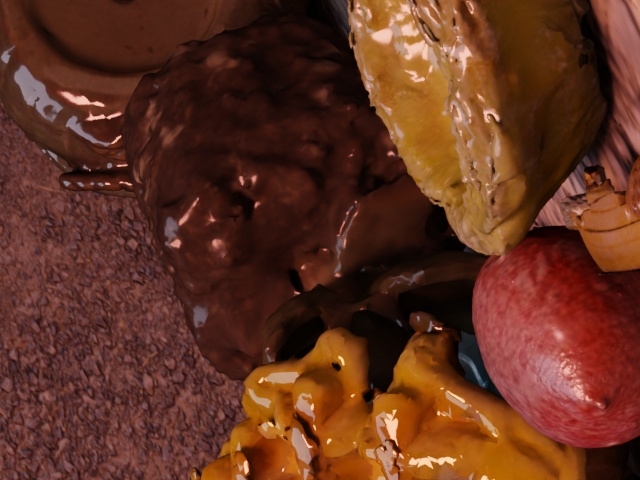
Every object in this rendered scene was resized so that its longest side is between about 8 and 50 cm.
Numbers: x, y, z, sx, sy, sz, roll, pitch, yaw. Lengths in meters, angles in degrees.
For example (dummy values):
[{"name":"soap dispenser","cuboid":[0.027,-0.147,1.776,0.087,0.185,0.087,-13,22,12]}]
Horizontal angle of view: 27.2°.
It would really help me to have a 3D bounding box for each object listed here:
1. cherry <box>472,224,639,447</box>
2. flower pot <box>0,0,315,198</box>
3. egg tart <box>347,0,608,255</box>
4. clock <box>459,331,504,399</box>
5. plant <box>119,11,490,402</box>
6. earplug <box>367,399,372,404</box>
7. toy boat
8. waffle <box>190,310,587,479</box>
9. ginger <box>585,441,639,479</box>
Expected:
[{"name":"cherry","cuboid":[0.116,0.031,0.658,0.107,0.090,0.225,51,-173,-16]},{"name":"flower pot","cuboid":[-0.143,-0.169,1.145,0.301,0.302,0.213,63,174,12]},{"name":"egg tart","cuboid":[0.064,-0.092,0.590,0.197,0.078,0.197,156,90,-84]},{"name":"clock","cuboid":[0.113,0.109,1.067,0.147,0.045,0.108,49,162,55]},{"name":"plant","cuboid":[0.000,0.000,0.919,0.312,0.215,0.213,56,168,37]},{"name":"earplug","cuboid":[0.066,0.193,1.748,0.280,0.164,0.257,-162,82,-67]},{"name":"toy boat","cuboid":[0.129,-0.014,0.504,0.149,0.047,0.049,157,101,-82]},{"name":"waffle","cuboid":[0.076,0.239,0.779,0.382,0.095,0.379,40,137,11]},{"name":"ginger","cuboid":[0.171,0.173,0.810,0.204,0.080,0.104,67,-154,-21]}]
